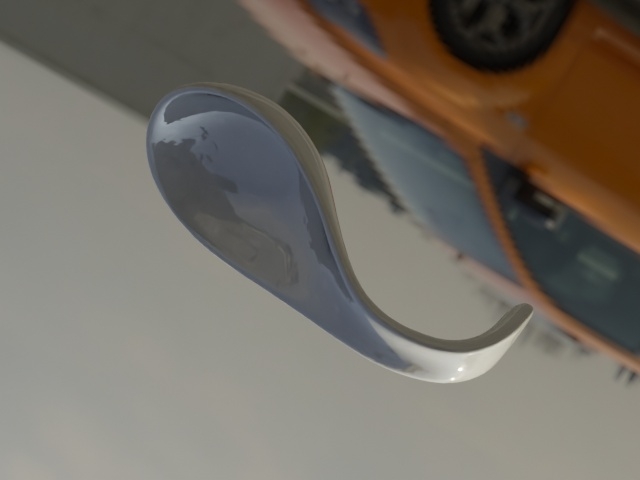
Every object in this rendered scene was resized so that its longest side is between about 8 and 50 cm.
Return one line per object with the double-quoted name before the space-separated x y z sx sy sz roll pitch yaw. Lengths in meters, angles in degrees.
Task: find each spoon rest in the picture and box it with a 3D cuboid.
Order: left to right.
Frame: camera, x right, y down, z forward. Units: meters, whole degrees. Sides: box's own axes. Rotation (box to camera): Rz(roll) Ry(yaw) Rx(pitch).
"spoon rest" 0.000 0.000 1.268 0.276 0.137 0.084 35 -132 6
